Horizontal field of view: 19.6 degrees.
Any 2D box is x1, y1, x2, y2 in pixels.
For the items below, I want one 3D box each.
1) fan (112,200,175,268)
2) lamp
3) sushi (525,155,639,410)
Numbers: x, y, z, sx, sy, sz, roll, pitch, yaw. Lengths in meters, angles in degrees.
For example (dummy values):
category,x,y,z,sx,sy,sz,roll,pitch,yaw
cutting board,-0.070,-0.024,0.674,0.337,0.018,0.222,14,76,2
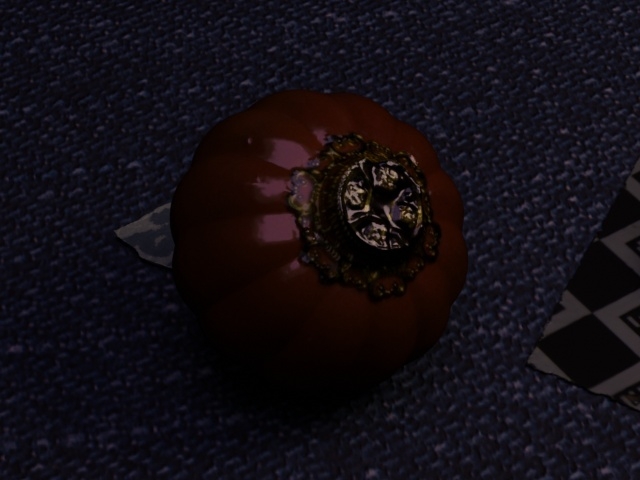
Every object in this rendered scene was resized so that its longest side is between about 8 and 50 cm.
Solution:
category,x,y,z,sx,sy,sz,roll,pitch,yaw
fan,-0.042,-0.017,1.467,0.240,0.009,0.131,-13,47,-15
lamp,0.000,0.000,1.319,0.223,0.196,0.223,7,73,-24
sushi,0.340,0.032,1.399,0.294,0.059,0.292,21,47,19
